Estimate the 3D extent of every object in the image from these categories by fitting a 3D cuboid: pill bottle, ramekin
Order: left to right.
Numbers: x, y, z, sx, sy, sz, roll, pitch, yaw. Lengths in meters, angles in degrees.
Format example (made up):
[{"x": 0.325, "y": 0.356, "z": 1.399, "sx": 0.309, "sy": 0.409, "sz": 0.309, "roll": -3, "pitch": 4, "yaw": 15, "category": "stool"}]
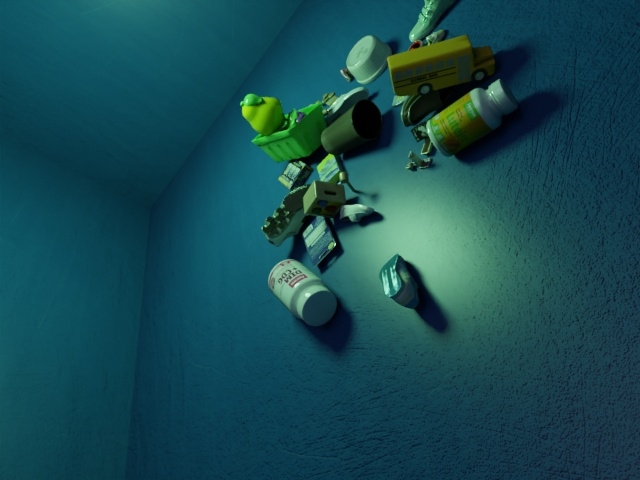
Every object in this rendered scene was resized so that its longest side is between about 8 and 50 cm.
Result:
[{"x": -0.067, "y": 0.187, "z": 1.650, "sx": 0.160, "sy": 0.160, "sz": 0.283, "roll": -60, "pitch": 34, "yaw": 1, "category": "pill bottle"}, {"x": 0.214, "y": -0.834, "z": 2.087, "sx": 0.207, "sy": 0.109, "sz": 0.207, "roll": -32, "pitch": 42, "yaw": 35, "category": "ramekin"}, {"x": 0.461, "y": -0.374, "z": 1.390, "sx": 0.246, "sy": 0.136, "sz": 0.136, "roll": -31, "pitch": 43, "yaw": 37, "category": "pill bottle"}]

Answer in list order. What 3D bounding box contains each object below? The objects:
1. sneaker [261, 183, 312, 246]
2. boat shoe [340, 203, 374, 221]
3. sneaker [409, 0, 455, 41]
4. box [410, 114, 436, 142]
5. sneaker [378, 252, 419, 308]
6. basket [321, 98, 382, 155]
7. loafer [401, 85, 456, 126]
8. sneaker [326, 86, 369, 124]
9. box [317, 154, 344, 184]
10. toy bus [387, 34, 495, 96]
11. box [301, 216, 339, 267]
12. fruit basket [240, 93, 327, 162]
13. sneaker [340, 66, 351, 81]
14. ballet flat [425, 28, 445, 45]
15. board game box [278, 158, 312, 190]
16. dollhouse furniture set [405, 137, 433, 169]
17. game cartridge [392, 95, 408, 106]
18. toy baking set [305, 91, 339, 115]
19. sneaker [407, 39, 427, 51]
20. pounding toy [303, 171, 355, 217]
[{"x": -0.113, "y": -0.108, "z": 1.977, "sx": 0.122, "sy": 0.146, "sz": 0.330, "roll": 36, "pitch": 71, "yaw": 30, "category": "sneaker"}, {"x": 0.129, "y": -0.098, "z": 1.694, "sx": 0.184, "sy": 0.066, "sz": 0.063, "roll": 6, "pitch": 81, "yaw": 54, "category": "boat shoe"}, {"x": 0.425, "y": -0.953, "z": 1.859, "sx": 0.256, "sy": 0.151, "sz": 0.094, "roll": -48, "pitch": 37, "yaw": 20, "category": "sneaker"}, {"x": 0.367, "y": -0.387, "z": 1.581, "sx": 0.083, "sy": 0.052, "sz": 0.062, "roll": -20, "pitch": 15, "yaw": 44, "category": "box"}, {"x": 0.238, "y": 0.122, "z": 1.369, "sx": 0.087, "sy": 0.092, "sz": 0.228, "roll": -47, "pitch": 16, "yaw": 24, "category": "sneaker"}, {"x": 0.120, "y": -0.455, "z": 1.897, "sx": 0.227, "sy": 0.154, "sz": 0.204, "roll": -21, "pitch": 32, "yaw": 50, "category": "basket"}, {"x": 0.381, "y": -0.496, "z": 1.598, "sx": 0.251, "sy": 0.094, "sz": 0.087, "roll": -48, "pitch": 41, "yaw": -7, "category": "loafer"}, {"x": 0.115, "y": -0.631, "z": 2.079, "sx": 0.258, "sy": 0.094, "sz": 0.091, "roll": -27, "pitch": 50, "yaw": 41, "category": "sneaker"}, {"x": 0.045, "y": -0.296, "z": 1.970, "sx": 0.109, "sy": 0.042, "sz": 0.178, "roll": -44, "pitch": 36, "yaw": 24, "category": "box"}, {"x": 0.401, "y": -0.583, "z": 1.522, "sx": 0.333, "sy": 0.130, "sz": 0.108, "roll": -11, "pitch": 49, "yaw": 13, "category": "toy bus"}, {"x": 0.000, "y": 0.000, "z": 1.812, "sx": 0.136, "sy": 0.036, "sz": 0.225, "roll": -47, "pitch": 35, "yaw": 21, "category": "box"}, {"x": -0.190, "y": -0.563, "z": 2.148, "sx": 0.283, "sy": 0.392, "sz": 0.392, "roll": -46, "pitch": 26, "yaw": -26, "category": "fruit basket"}, {"x": 0.138, "y": -0.827, "z": 2.248, "sx": 0.057, "sy": 0.047, "sz": 0.119, "roll": -35, "pitch": 41, "yaw": 16, "category": "sneaker"}, {"x": 0.428, "y": -0.776, "z": 1.811, "sx": 0.168, "sy": 0.052, "sz": 0.057, "roll": -52, "pitch": 34, "yaw": 13, "category": "ballet flat"}, {"x": -0.124, "y": -0.320, "z": 2.206, "sx": 0.141, "sy": 0.048, "sz": 0.170, "roll": -58, "pitch": 33, "yaw": 8, "category": "board game box"}, {"x": 0.330, "y": -0.314, "z": 1.569, "sx": 0.091, "sy": 0.081, "sz": 0.114, "roll": 0, "pitch": 66, "yaw": 53, "category": "dollhouse furniture set"}, {"x": 0.323, "y": -0.566, "z": 1.827, "sx": 0.083, "sy": 0.017, "sz": 0.056, "roll": -11, "pitch": 61, "yaw": 49, "category": "game cartridge"}, {"x": -0.014, "y": -0.661, "z": 2.308, "sx": 0.256, "sy": 0.030, "sz": 0.197, "roll": -28, "pitch": 35, "yaw": 19, "category": "toy baking set"}, {"x": 0.359, "y": -0.611, "z": 1.695, "sx": 0.090, "sy": 0.145, "sz": 0.270, "roll": -4, "pitch": 62, "yaw": 52, "category": "sneaker"}, {"x": 0.055, "y": -0.171, "z": 1.765, "sx": 0.206, "sy": 0.181, "sz": 0.094, "roll": 129, "pitch": 142, "yaw": -54, "category": "pounding toy"}]
